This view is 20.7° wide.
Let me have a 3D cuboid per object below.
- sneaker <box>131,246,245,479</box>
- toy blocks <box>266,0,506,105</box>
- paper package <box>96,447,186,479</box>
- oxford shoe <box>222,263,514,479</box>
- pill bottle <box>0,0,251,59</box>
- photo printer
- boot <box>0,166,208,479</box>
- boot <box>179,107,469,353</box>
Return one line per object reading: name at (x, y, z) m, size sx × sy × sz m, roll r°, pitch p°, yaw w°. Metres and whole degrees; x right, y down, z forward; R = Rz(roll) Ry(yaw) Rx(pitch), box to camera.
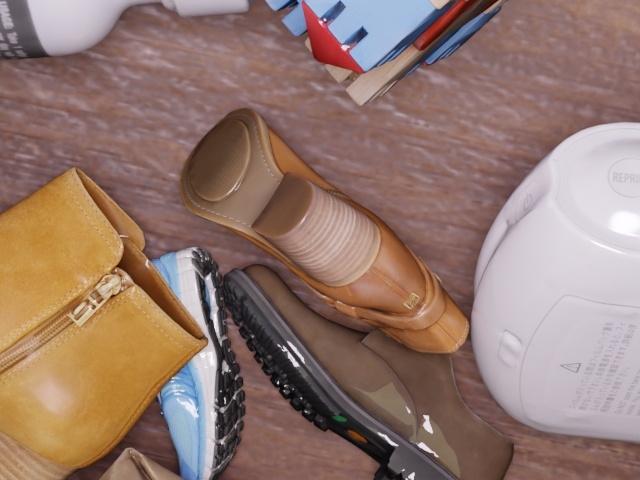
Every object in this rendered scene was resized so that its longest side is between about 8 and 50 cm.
sneaker at (-0.095, 0.087, 1.157) m, size 0.073 × 0.063 × 0.162 m, roll -7°, pitch 95°, yaw 16°
toy blocks at (0.080, -0.186, 0.954) m, size 0.261 × 0.381 × 0.191 m, roll -41°, pitch 88°, yaw 23°
paper package at (-0.096, 0.334, 1.074) m, size 0.309 × 0.168 × 0.325 m, roll 34°, pitch 118°, yaw -20°
oxford shoe at (0.032, 0.086, 1.149) m, size 0.227 × 0.083 × 0.096 m, roll 42°, pitch 73°, yaw -4°
pill bottle at (-0.225, -0.206, 1.013) m, size 0.363 × 0.210 × 0.210 m, roll -3°, pitch 102°, yaw 1°
photo printer at (0.246, 0.039, 1.051) m, size 0.308 × 0.256 × 0.107 m, roll 6°, pitch 59°, yaw 0°
boot at (-0.231, 0.023, 1.110) m, size 0.295 × 0.104 × 0.211 m, roll 43°, pitch 98°, yaw -2°
boot at (0.000, 0.000, 1.094) m, size 0.152 × 0.197 × 0.073 m, roll 38°, pitch 94°, yaw -33°
